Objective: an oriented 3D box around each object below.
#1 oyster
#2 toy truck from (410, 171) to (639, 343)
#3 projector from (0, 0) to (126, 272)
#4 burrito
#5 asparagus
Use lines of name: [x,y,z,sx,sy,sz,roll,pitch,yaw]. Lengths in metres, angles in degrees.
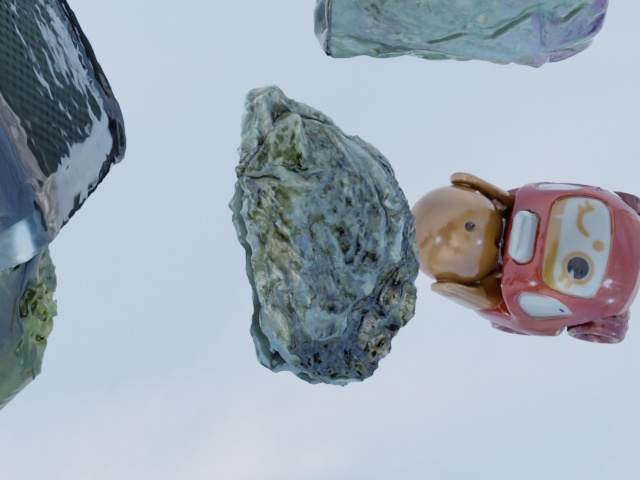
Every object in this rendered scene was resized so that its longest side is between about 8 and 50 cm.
oyster: [0.000,0.000,1.505,0.198,0.112,0.267,9,84,-34]
toy truck: [0.244,0.011,1.954,0.239,0.265,0.189,24,72,-46]
projector: [-0.381,-0.125,0.959,0.395,0.405,0.242,-25,-166,15]
burrito: [0.110,-0.190,1.271,0.229,0.089,0.144,3,138,-1]
asparagus: [-0.364,0.123,1.761,0.108,0.128,0.382,-17,162,-47]
